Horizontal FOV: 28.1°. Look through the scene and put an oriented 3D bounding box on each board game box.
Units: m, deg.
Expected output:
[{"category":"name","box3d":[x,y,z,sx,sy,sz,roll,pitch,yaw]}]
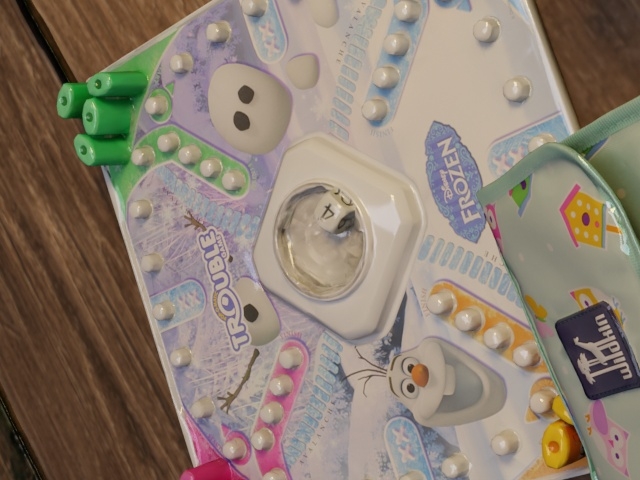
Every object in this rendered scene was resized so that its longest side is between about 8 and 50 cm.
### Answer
[{"category":"board game box","box3d":[0.000,0.000,0.865,0.390,0.050,0.389,-24,81,37]}]

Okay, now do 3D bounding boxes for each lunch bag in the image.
[{"category":"lunch bag","box3d":[0.215,0.021,0.628,0.262,0.160,0.223,-28,83,35]}]
